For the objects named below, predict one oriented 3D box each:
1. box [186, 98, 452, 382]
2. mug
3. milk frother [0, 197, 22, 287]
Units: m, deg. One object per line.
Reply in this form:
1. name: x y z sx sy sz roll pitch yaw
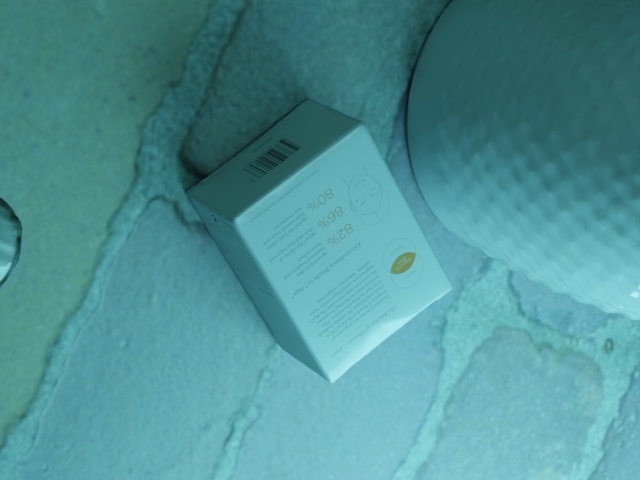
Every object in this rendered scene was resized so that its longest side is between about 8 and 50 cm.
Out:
1. box: 0.000 0.000 1.550 0.130 0.091 0.170 -37 120 -14
2. mug: 0.270 -0.118 1.520 0.276 0.328 0.374 -3 107 -28
3. milk frother: -0.295 -0.037 1.379 0.135 0.129 0.143 32 55 -66
